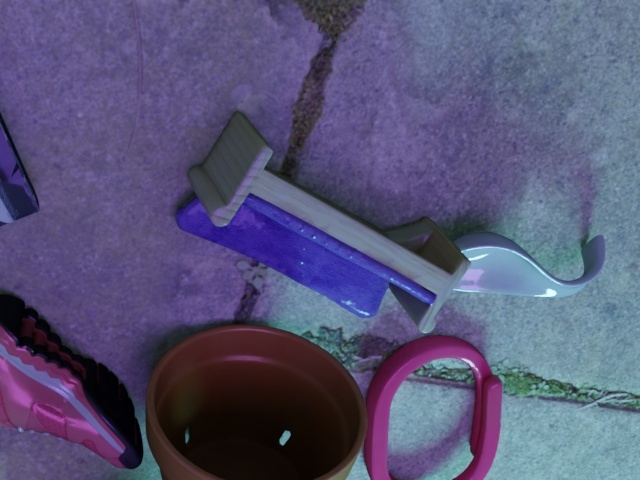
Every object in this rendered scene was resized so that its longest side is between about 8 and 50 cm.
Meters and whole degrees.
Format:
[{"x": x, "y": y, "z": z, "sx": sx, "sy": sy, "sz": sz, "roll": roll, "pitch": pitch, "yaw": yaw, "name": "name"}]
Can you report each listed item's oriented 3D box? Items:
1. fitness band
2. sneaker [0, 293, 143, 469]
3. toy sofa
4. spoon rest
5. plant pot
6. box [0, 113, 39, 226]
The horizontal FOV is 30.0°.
[{"x": 0.169, "y": 0.279, "z": 1.821, "sx": 0.209, "sy": 0.054, "sz": 0.290, "roll": -5, "pitch": 115, "yaw": -13, "name": "fitness band"}, {"x": -0.366, "y": 0.207, "z": 1.586, "sx": 0.136, "sy": 0.116, "sz": 0.314, "roll": -37, "pitch": 114, "yaw": 13, "name": "sneaker"}, {"x": 0.000, "y": 0.000, "z": 1.570, "sx": 0.362, "sy": 0.150, "sz": 0.177, "roll": 28, "pitch": 102, "yaw": -28, "name": "toy sofa"}, {"x": 0.286, "y": 0.037, "z": 1.710, "sx": 0.276, "sy": 0.084, "sz": 0.137, "roll": -1, "pitch": 152, "yaw": -20, "name": "spoon rest"}, {"x": -0.097, "y": 0.286, "z": 1.617, "sx": 0.291, "sy": 0.291, "sz": 0.203, "roll": -2, "pitch": 131, "yaw": -18, "name": "plant pot"}, {"x": -0.518, "y": -0.091, "z": 1.393, "sx": 0.307, "sy": 0.076, "sz": 0.242, "roll": -22, "pitch": 120, "yaw": -8, "name": "box"}]
